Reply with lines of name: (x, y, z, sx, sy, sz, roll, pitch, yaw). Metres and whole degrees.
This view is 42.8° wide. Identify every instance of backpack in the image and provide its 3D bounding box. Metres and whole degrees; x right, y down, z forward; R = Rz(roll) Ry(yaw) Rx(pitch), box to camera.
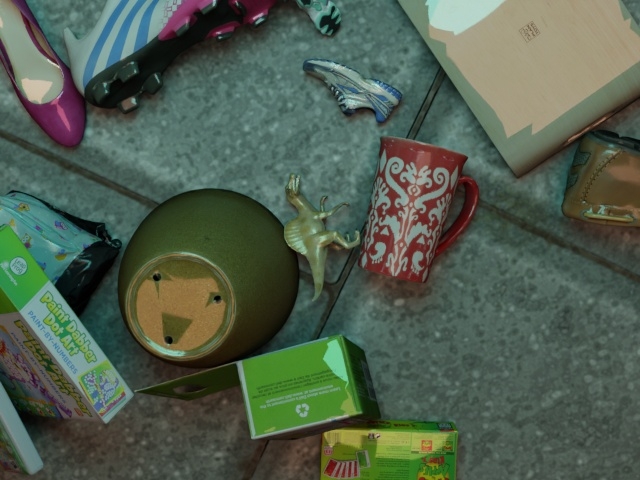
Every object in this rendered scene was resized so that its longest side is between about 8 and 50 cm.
backpack: (-0.370, 0.013, 1.045, 0.182, 0.115, 0.152, 36, 97, 0)

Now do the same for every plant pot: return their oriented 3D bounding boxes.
plant pot: (-0.149, 0.059, 0.981, 0.237, 0.254, 0.237, 0, 95, 1)

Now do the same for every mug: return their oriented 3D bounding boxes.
mug: (0.129, -0.034, 1.040, 0.150, 0.113, 0.169, 14, 93, -3)

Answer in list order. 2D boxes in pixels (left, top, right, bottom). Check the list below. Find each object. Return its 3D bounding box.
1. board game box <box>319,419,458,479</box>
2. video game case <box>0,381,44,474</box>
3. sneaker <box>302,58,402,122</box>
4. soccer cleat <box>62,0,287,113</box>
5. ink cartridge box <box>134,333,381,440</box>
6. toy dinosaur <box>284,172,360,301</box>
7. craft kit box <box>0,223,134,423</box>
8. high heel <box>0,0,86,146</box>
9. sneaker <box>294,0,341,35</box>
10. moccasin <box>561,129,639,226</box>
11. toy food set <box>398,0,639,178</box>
board game box: (0.091, 0.293, 1.107, 0.181, 0.043, 0.092, 2, 95, 0)
video game case: (-0.446, 0.197, 1.031, 0.023, 0.193, 0.212, -34, 106, -42)
sneaker: (0.036, -0.194, 1.061, 0.135, 0.052, 0.058, 24, 99, -2)
soccer cleat: (-0.182, -0.294, 1.001, 0.331, 0.116, 0.143, -31, 75, 13)
ink cartridge box: (-0.068, 0.202, 1.010, 0.255, 0.189, 0.097, -16, 74, 7)
toy dinosaur: (0.000, 0.000, 1.061, 0.093, 0.053, 0.183, -7, 65, -17)
craft kit box: (-0.370, 0.106, 0.975, 0.247, 0.061, 0.249, -10, 119, 42)
high heel: (-0.369, -0.232, 1.021, 0.082, 0.117, 0.244, -18, 95, 1)
sneaker: (-0.014, -0.311, 1.054, 0.038, 0.098, 0.069, -42, 49, 2)
moccasin: (0.500, -0.029, 1.037, 0.380, 0.139, 0.146, 11, 109, -5)
toy food set: (0.263, -0.264, 1.047, 0.220, 0.092, 0.306, -34, 93, 14)
